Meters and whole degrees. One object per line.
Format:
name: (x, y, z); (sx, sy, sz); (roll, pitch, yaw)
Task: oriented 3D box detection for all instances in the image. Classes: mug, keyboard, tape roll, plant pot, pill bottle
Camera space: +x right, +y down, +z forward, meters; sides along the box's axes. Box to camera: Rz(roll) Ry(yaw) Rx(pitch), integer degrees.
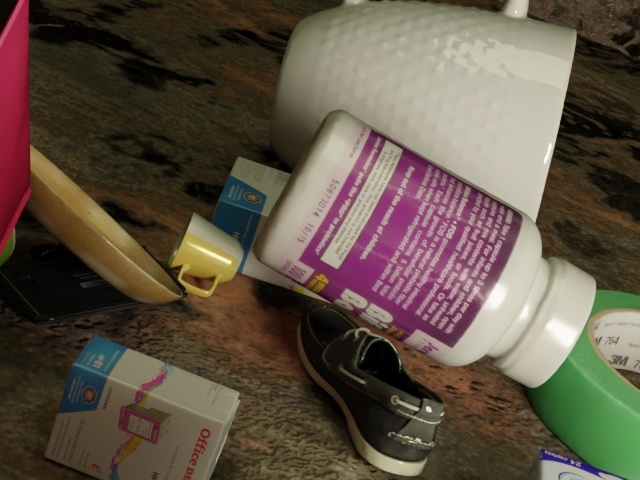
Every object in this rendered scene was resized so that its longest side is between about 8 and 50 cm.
mug: (-0.115, 0.019, 1.315); (0.064, 0.078, 0.062); (25, -10, -11)
keyboard: (-0.219, 0.036, 1.224); (0.108, 0.023, 0.180); (42, 30, 29)
tape roll: (0.371, 0.165, 1.347); (0.321, 0.077, 0.321); (17, 23, -8)
plant pot: (-0.218, -0.021, 1.159); (0.236, 0.032, 0.236); (43, -2, 2)
pill bottle: (0.102, 0.016, 1.251); (0.302, 0.169, 0.169); (29, 23, -4)
mug: (0.127, -0.200, 1.580); (0.328, 0.374, 0.276); (13, 12, 6)

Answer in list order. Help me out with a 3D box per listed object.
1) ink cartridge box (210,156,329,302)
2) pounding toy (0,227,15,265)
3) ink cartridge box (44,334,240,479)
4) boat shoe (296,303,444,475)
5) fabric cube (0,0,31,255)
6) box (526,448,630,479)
ink cartridge box: (0.000, 0.000, 1.404); (0.231, 0.078, 0.134); (19, 24, -3)
pounding toy: (-0.381, -0.038, 1.115); (0.237, 0.183, 0.110); (32, 52, 21)
ink cartridge box: (-0.132, 0.138, 0.982); (0.123, 0.088, 0.052); (21, 23, 1)
boat shoe: (0.046, 0.116, 1.192); (0.084, 0.079, 0.233); (7, 24, -26)
fabric cube: (-0.357, -0.046, 0.874); (0.259, 0.258, 0.254); (19, 60, -2)
box: (0.223, 0.248, 1.051); (0.126, 0.072, 0.137); (20, 24, 0)
